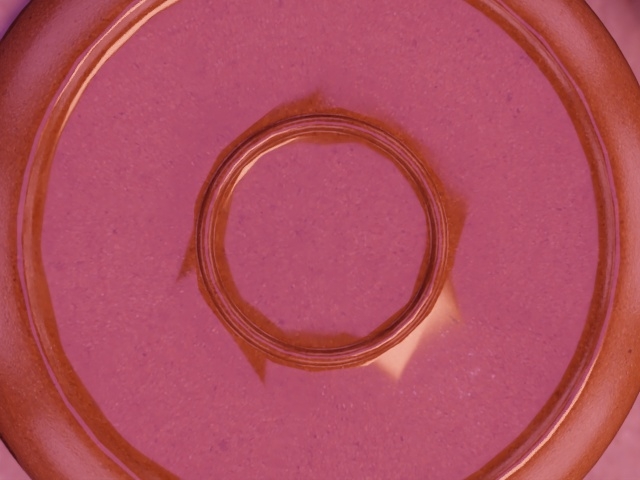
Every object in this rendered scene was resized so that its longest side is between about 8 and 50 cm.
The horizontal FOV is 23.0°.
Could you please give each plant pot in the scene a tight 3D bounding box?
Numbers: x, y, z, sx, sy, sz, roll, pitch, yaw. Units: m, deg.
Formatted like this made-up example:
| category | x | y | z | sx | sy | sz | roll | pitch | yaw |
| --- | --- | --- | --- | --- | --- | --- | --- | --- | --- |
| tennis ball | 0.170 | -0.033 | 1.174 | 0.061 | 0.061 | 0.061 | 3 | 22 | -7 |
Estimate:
| category | x | y | z | sx | sy | sz | roll | pitch | yaw |
| --- | --- | --- | --- | --- | --- | --- | --- | --- | --- |
| plant pot | 0.000 | 0.000 | 0.492 | 0.236 | 0.032 | 0.236 | 0 | 91 | -6 |
